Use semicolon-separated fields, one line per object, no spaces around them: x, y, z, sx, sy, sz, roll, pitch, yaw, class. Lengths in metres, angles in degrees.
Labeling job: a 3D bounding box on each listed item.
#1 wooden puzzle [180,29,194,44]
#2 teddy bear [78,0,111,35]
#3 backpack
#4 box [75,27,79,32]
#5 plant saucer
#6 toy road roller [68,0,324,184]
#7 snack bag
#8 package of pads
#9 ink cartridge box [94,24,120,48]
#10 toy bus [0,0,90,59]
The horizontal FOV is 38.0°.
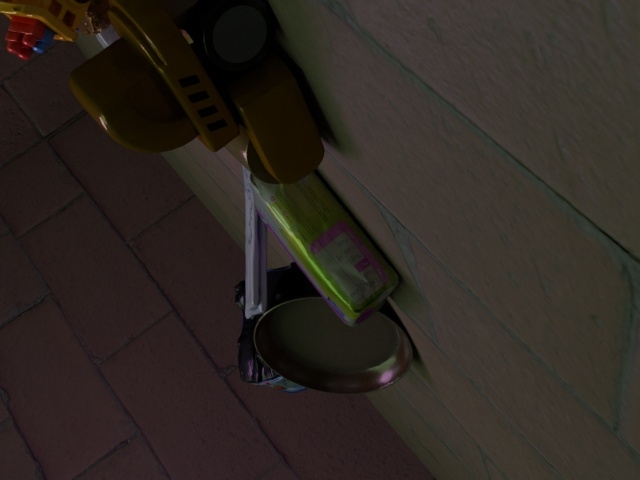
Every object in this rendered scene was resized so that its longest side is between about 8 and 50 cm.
-0.234;-0.361;1.654;0.049;0.006;0.083;54;172;-10;wooden puzzle
-0.516;-0.598;1.925;0.338;0.113;0.245;57;159;-3;teddy bear
-0.066;0.200;2.040;0.213;0.263;0.277;26;153;-29;backpack
-0.663;-0.644;2.342;0.247;0.142;0.163;45;169;43;box
0.027;0.194;1.814;0.050;0.311;0.310;-77;-32;-42;plant saucer
-0.167;-0.187;1.207;0.202;0.241;0.329;45;168;46;toy road roller
-0.135;-0.011;1.845;0.342;0.037;0.322;139;130;-80;snack bag
0.000;0.000;1.558;0.296;0.101;0.229;51;172;8;package of pads
-0.494;-0.519;2.124;0.212;0.093;0.154;55;172;-6;ink cartridge box
-0.539;-0.452;1.727;0.150;0.211;0.220;15;171;24;toy bus
